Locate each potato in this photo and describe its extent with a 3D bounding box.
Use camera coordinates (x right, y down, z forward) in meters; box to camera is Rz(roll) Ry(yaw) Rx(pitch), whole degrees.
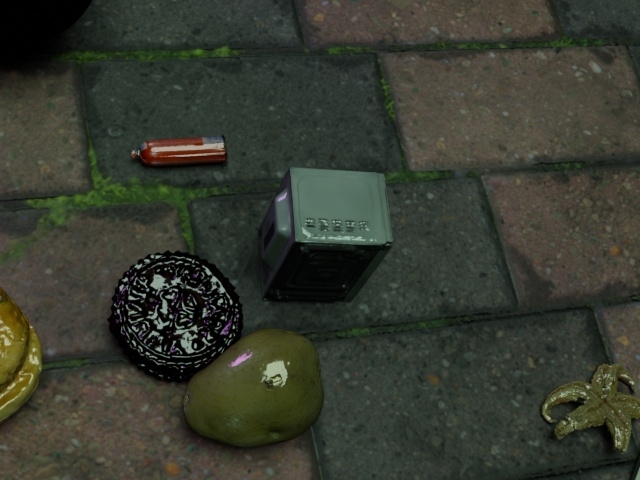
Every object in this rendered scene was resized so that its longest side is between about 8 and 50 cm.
[{"bbox_3d":[-0.090,0.200,1.433,0.194,0.157,0.157,-13,68,-4],"label":"potato"}]

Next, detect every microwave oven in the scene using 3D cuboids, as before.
[{"bbox_3d":[0.000,0.000,1.512,0.162,0.208,0.122,2,65,-15],"label":"microwave oven"}]

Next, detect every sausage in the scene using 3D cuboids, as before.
[{"bbox_3d":[-0.214,-0.132,1.612,0.145,0.048,0.050,-5,105,-18],"label":"sausage"}]

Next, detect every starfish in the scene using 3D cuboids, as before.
[{"bbox_3d":[0.436,0.246,1.600,0.210,0.053,0.150,2,57,-11],"label":"starfish"}]

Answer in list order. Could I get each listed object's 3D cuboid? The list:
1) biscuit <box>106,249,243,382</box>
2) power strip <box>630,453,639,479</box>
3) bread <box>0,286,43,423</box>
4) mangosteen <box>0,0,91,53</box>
[{"bbox_3d":[-0.199,0.104,1.493,0.195,0.053,0.194,7,63,-13],"label":"biscuit"},{"bbox_3d":[0.491,0.359,1.581,0.060,0.027,0.252,31,60,1],"label":"power strip"},{"bbox_3d":[-0.473,0.136,1.361,0.236,0.120,0.198,46,60,8],"label":"bread"},{"bbox_3d":[-0.478,-0.475,1.534,0.382,0.382,0.435,19,45,-6],"label":"mangosteen"}]
